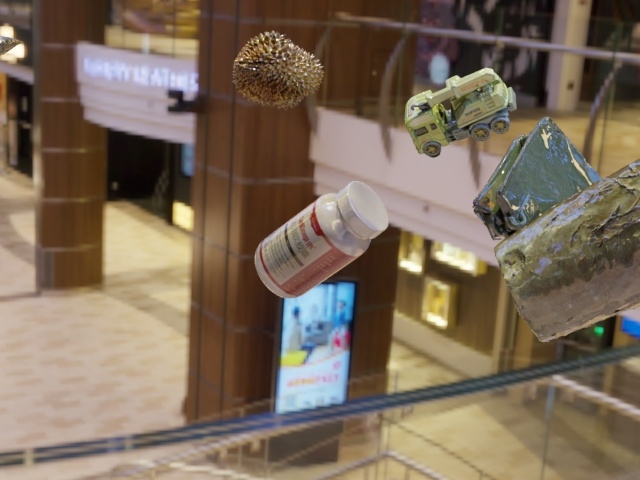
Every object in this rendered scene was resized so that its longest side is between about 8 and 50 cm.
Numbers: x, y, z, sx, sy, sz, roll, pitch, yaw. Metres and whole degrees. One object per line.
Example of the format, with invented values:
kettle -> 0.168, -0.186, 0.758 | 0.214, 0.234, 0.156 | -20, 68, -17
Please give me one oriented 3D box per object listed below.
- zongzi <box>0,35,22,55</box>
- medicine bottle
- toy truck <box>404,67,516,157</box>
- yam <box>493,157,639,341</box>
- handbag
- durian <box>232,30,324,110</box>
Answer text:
zongzi -> -0.632, -0.395, 2.120 | 0.083, 0.040, 0.076 | -9, 19, -35
medicine bottle -> 0.000, 0.000, 1.925 | 0.250, 0.131, 0.131 | -36, -9, 33
toy truck -> 0.206, -0.201, 1.581 | 0.168, 0.100, 0.077 | -17, 42, 25
yam -> 0.305, 0.009, 1.117 | 0.254, 0.154, 0.154 | -29, 1, 24
handbag -> 0.381, -0.042, 1.704 | 0.079, 0.247, 0.260 | -30, 16, 45
durian -> -0.088, -0.313, 1.944 | 0.158, 0.137, 0.168 | -26, -30, 37
